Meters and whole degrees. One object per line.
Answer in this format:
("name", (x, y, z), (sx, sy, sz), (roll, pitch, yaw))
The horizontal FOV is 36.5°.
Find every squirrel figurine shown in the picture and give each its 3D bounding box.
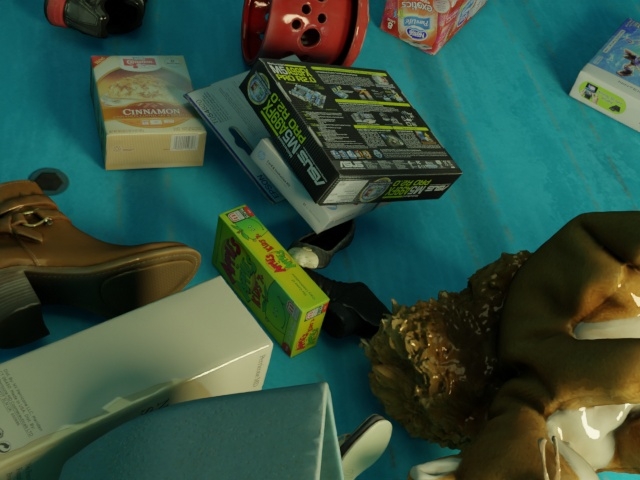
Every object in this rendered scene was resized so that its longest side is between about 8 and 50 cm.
("squirrel figurine", (0.233, 0.181, 1.085), (0.397, 0.281, 0.370), (11, 58, 53))

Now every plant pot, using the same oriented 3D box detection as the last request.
("plant pot", (-0.026, -0.365, 1.581), (0.174, 0.191, 0.191), (5, 45, -22))
("plant pot", (-0.113, 0.295, 0.871), (0.252, 0.247, 0.248), (-1, 44, 7))

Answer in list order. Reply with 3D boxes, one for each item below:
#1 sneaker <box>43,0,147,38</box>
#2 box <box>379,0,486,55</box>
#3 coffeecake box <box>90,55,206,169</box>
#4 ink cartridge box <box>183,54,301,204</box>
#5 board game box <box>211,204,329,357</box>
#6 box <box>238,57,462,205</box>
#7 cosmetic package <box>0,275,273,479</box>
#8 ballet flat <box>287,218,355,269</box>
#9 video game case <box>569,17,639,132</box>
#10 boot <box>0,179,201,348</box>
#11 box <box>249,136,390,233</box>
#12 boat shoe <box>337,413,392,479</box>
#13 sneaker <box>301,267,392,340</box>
("sneaker", (-0.323, -0.415, 1.608), (0.135, 0.097, 0.276), (30, 48, 15))
("box", (0.227, -0.467, 1.787), (0.122, 0.128, 0.257), (29, 46, 14))
("coffeecake box", (-0.257, -0.191, 1.426), (0.142, 0.068, 0.185), (-4, 47, -19))
("ink cartridge box", (-0.059, -0.158, 1.433), (0.224, 0.045, 0.223), (-26, 71, -37))
("board game box", (-0.067, 0.050, 1.222), (0.043, 0.092, 0.181), (-24, 56, -32))
("box", (0.047, -0.151, 1.345), (0.270, 0.060, 0.216), (-6, 54, -47))
("cosmetic package", (-0.215, 0.172, 1.015), (0.309, 0.160, 0.113), (-22, 56, -31))
("ballet flat", (0.000, 0.000, 1.280), (0.057, 0.049, 0.173), (26, 22, 12))
("video game case", (0.617, -0.285, 1.763), (0.244, 0.061, 0.269), (32, 46, 15))
("boot", (-0.314, 0.008, 1.204), (0.283, 0.109, 0.220), (-21, 51, -23))
("box", (0.010, -0.093, 1.333), (0.145, 0.038, 0.186), (49, 37, 14))
("boat shoe", (0.026, 0.234, 1.042), (0.049, 0.137, 0.043), (17, 26, -37))
("sneaker", (0.024, 0.076, 1.254), (0.089, 0.051, 0.170), (-17, 48, -41))
